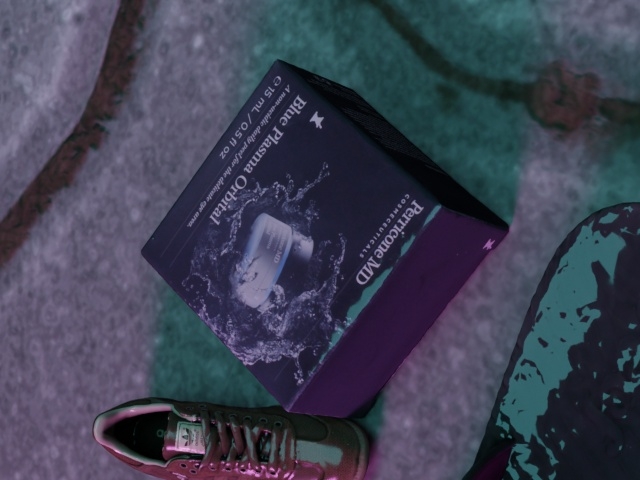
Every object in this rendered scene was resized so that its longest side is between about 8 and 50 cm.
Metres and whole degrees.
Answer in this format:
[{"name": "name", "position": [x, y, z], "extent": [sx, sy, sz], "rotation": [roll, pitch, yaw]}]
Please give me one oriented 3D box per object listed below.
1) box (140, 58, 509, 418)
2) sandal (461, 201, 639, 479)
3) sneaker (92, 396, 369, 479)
[{"name": "box", "position": [0.000, 0.000, 0.897], "extent": [0.158, 0.093, 0.156], "rotation": [44, 105, 30]}, {"name": "sandal", "position": [0.107, 0.190, 0.782], "extent": [0.167, 0.107, 0.446], "rotation": [17, 90, 34]}, {"name": "sneaker", "position": [-0.062, 0.135, 0.924], "extent": [0.188, 0.071, 0.066], "rotation": [-2, 80, 33]}]
